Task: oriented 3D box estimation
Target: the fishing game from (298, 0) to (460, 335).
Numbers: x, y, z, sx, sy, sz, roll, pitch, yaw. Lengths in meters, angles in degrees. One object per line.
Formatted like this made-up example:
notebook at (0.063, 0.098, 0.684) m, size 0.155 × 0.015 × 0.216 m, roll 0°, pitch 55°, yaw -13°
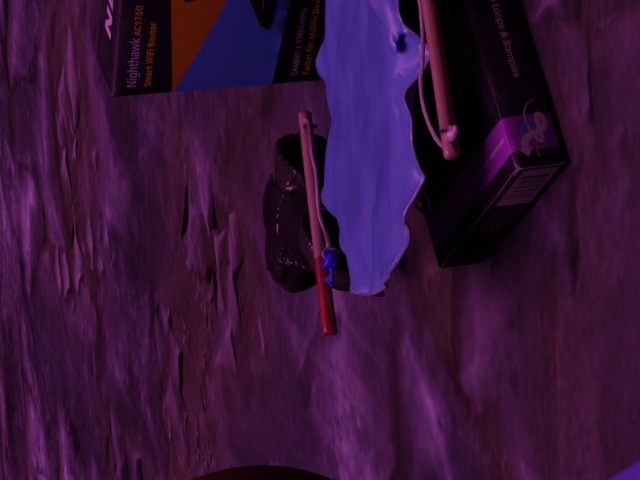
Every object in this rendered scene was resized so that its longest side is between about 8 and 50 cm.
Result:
fishing game at (0.030, -0.065, 0.954) m, size 0.264 × 0.041 × 0.189 m, roll 114°, pitch 151°, yaw -63°

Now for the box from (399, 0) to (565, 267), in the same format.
box at (0.067, -0.083, 0.942) m, size 0.116 × 0.029 × 0.162 m, roll 122°, pitch 136°, yaw -62°

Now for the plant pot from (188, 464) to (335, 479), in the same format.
plant pot at (0.005, 0.266, 0.956) m, size 0.254 × 0.237 × 0.237 m, roll -151°, pitch 57°, yaw -61°

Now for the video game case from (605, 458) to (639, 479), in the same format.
video game case at (0.157, 0.169, 0.557) m, size 0.269 × 0.061 × 0.244 m, roll -39°, pitch 57°, yaw 37°

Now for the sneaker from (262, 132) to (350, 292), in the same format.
sneaker at (-0.003, 0.000, 1.147) m, size 0.170 × 0.051 × 0.089 m, roll -113°, pitch 24°, yaw -51°

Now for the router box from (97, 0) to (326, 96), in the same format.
router box at (-0.056, -0.171, 1.112) m, size 0.046 × 0.133 × 0.179 m, roll -116°, pitch 26°, yaw -45°
